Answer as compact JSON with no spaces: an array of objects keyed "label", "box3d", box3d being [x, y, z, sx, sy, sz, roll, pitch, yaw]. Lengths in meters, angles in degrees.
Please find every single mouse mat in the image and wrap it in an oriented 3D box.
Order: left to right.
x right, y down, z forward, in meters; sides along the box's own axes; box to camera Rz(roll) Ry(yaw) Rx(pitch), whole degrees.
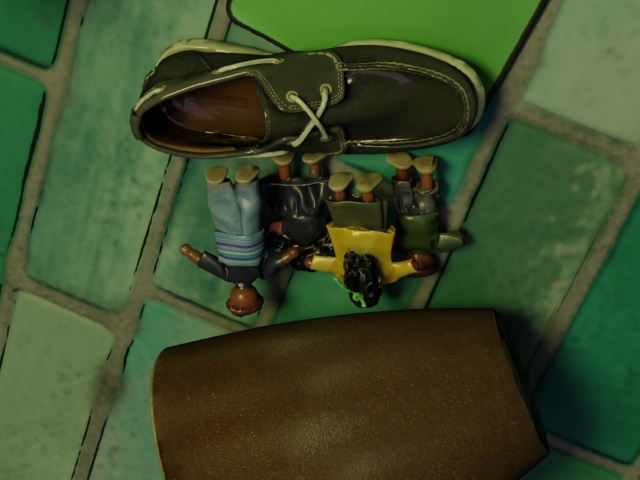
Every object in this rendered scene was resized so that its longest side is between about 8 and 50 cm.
[{"label":"mouse mat","box3d":[0.044,-0.165,0.868,0.190,0.007,0.152,28,122,1]}]

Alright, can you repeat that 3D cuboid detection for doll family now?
[{"label":"doll family","box3d":[0.000,0.000,0.935,0.193,0.076,0.111,7,123,19]}]

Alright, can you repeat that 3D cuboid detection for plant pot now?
[{"label":"plant pot","box3d":[0.033,0.137,0.936,0.231,0.215,0.215,-21,110,9]}]

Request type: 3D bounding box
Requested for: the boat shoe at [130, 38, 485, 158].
[{"label":"boat shoe","box3d":[-0.010,-0.084,0.882,0.233,0.079,0.084,4,120,15]}]
